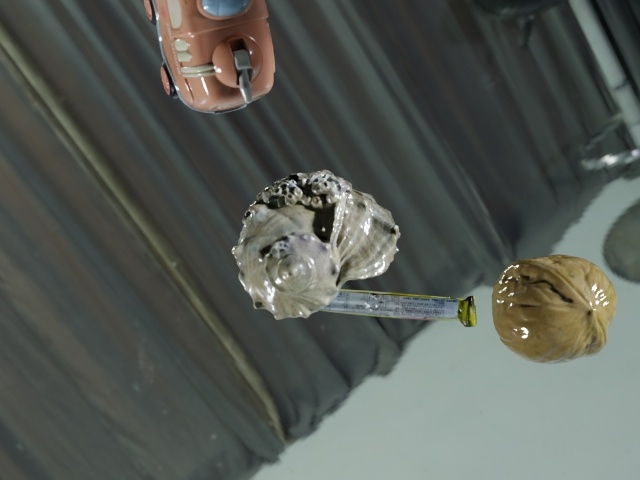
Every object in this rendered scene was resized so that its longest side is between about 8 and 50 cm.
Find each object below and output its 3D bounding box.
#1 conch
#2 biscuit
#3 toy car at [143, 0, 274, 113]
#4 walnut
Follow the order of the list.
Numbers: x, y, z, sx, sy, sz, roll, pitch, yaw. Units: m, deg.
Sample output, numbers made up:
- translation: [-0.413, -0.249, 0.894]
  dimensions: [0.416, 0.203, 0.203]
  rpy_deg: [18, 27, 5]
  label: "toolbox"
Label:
- translation: [0.000, 0.000, 1.301]
  dimensions: [0.178, 0.163, 0.245]
  rpy_deg: [11, 11, 5]
  label: "conch"
- translation: [0.086, 0.093, 1.668]
  dimensions: [0.292, 0.048, 0.026]
  rpy_deg: [4, -3, 27]
  label: "biscuit"
- translation: [-0.163, -0.337, 1.842]
  dimensions: [0.180, 0.270, 0.212]
  rpy_deg: [-16, 14, -17]
  label: "toy car"
- translation: [0.427, 0.125, 2.094]
  dimensions: [0.228, 0.228, 0.228]
  rpy_deg: [-27, 26, 14]
  label: "walnut"
